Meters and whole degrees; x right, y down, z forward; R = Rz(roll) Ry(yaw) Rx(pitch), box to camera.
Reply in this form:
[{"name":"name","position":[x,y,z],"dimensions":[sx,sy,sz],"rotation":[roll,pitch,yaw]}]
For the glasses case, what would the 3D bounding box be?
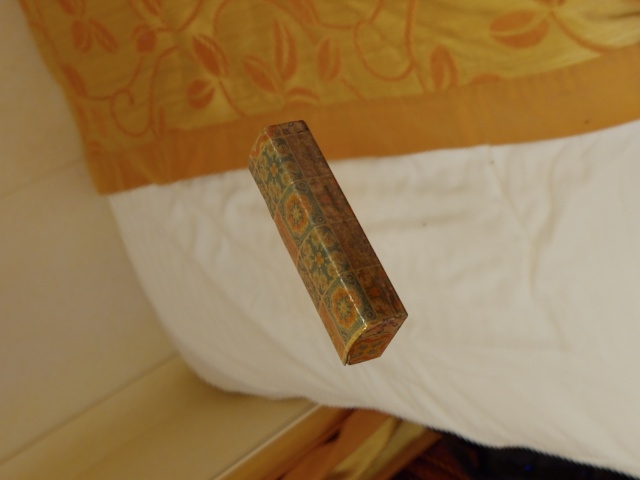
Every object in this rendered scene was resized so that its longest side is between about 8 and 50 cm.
[{"name":"glasses case","position":[0.000,0.000,0.927],"dimensions":[0.218,0.049,0.075],"rotation":[63,149,26]}]
